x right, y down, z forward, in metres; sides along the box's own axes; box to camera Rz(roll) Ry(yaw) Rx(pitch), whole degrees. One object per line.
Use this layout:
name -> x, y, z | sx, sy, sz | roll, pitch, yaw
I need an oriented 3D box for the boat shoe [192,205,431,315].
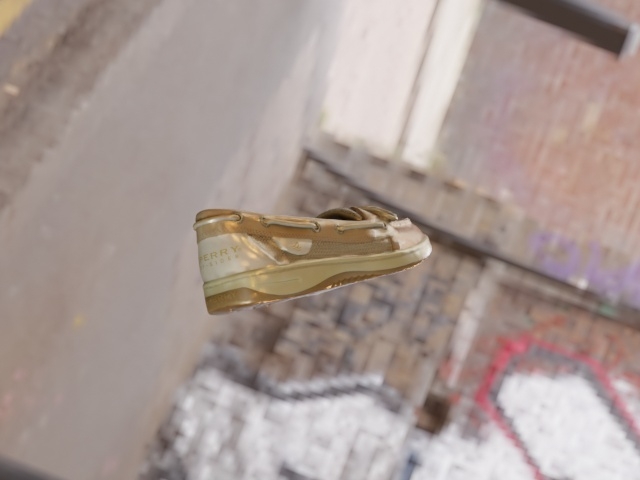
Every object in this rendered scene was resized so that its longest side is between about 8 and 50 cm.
boat shoe -> -0.002, 0.001, 0.889 | 0.153, 0.056, 0.048 | -12, 87, -49
